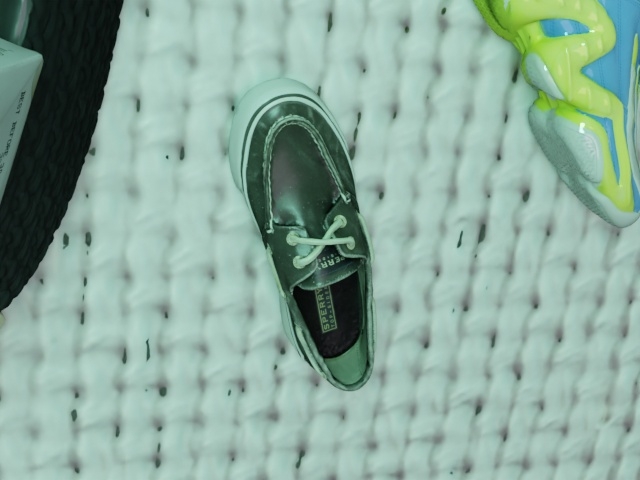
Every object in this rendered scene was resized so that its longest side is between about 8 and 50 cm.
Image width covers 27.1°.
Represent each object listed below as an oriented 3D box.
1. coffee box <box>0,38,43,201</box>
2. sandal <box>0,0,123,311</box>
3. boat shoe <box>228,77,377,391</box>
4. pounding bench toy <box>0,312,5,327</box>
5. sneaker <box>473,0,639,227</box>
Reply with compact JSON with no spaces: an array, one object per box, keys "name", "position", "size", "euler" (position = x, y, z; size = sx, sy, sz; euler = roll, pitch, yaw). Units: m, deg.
[{"name":"coffee box","position":[-0.300,-0.058,0.601],"size":[0.297,0.119,0.168],"euler":[24,111,7]},{"name":"sandal","position":[-0.164,-0.174,0.679],"size":[0.107,0.167,0.446],"euler":[16,114,9]},{"name":"boat shoe","position":[0.000,0.000,0.865],"size":[0.077,0.070,0.219],"euler":[-21,122,-10]},{"name":"pounding bench toy","position":[-0.239,0.071,0.821],"size":[0.083,0.052,0.065],"euler":[-1,117,-21]},{"name":"sneaker","position":[0.190,-0.122,0.863],"size":[0.126,0.091,0.240],"euler":[-33,123,-2]}]
